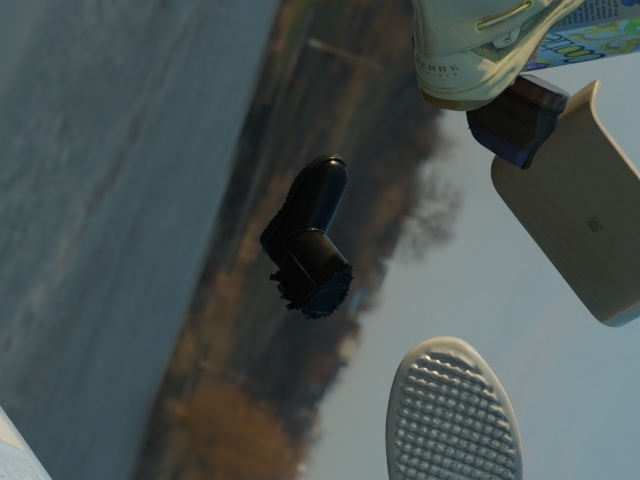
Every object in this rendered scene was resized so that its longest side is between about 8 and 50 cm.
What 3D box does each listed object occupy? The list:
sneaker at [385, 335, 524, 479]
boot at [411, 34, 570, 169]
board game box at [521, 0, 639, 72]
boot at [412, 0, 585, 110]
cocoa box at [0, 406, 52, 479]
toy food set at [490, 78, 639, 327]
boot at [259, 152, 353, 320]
[{"bbox_3d":[0.143,0.255,1.857,0.150,0.135,0.366,-91,169,-76],"label":"sneaker"},{"bbox_3d":[0.188,-0.172,2.314,0.082,0.219,0.106,-2,117,-59],"label":"boot"},{"bbox_3d":[0.296,-0.270,1.920,0.142,0.275,0.144,18,66,-67],"label":"board game box"},{"bbox_3d":[0.137,-0.255,1.461,0.262,0.095,0.203,-51,141,-27],"label":"boot"},{"bbox_3d":[-0.485,0.255,2.155,0.228,0.347,0.231,-45,149,5],"label":"cocoa box"},{"bbox_3d":[0.388,-0.043,2.534,0.092,0.306,0.220,-41,-176,-40],"label":"toy food set"},{"bbox_3d":[0.000,0.000,1.614,0.121,0.045,0.099,-54,-136,23],"label":"boot"}]
